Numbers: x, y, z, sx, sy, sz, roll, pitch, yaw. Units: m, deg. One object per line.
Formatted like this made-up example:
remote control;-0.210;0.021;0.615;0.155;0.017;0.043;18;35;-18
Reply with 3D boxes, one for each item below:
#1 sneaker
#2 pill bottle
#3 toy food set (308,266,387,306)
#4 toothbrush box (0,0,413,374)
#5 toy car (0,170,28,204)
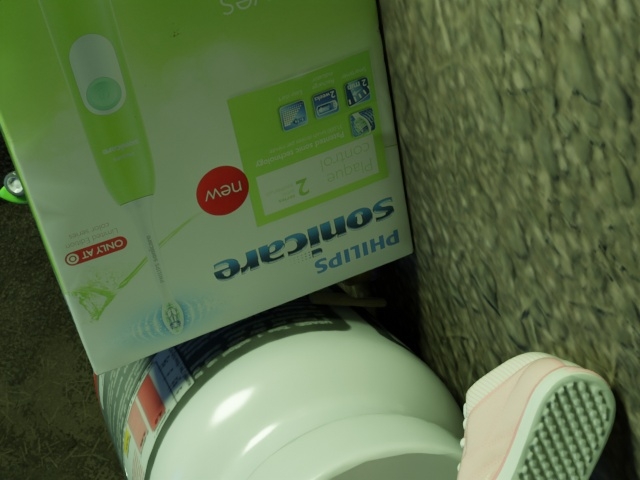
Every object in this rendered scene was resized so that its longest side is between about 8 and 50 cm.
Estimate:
sneaker;0.083;0.111;0.494;0.134;0.051;0.070;-64;14;5
pill bottle;-0.025;0.136;0.720;0.363;0.210;0.210;-141;33;-66
toy food set;0.000;0.000;0.728;0.122;0.078;0.019;57;135;48
toothbrush box;-0.079;-0.098;0.602;0.122;0.206;0.283;-129;24;-52
toy car;-0.176;-0.096;0.887;0.053;0.225;0.239;45;-156;-11
